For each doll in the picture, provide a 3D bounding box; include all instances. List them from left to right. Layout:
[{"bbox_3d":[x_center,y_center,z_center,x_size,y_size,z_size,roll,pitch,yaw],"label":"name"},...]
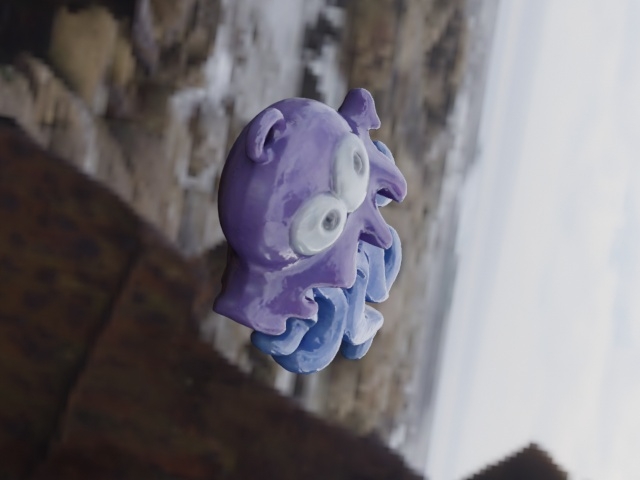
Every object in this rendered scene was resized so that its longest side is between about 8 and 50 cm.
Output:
[{"bbox_3d":[0.000,0.000,0.758,0.110,0.067,0.206,-62,158,-16],"label":"doll"}]
